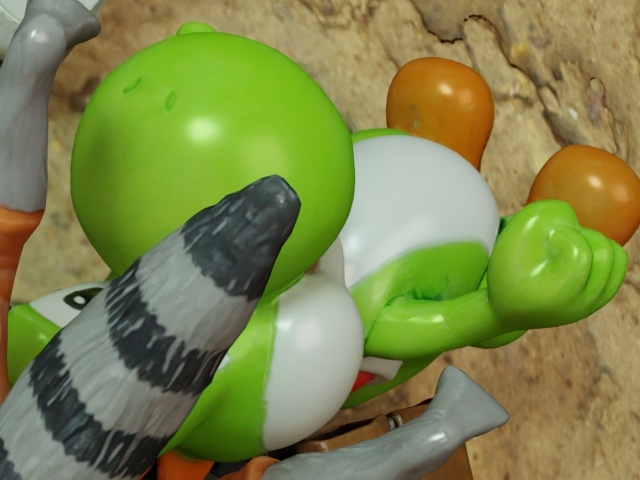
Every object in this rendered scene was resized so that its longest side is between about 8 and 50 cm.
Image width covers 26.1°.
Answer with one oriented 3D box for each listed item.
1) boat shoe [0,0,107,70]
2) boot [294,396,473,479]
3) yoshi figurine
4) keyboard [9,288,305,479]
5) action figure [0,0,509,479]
[{"bbox_3d":[-0.104,-0.215,0.653,0.113,0.103,0.302,33,56,-36],"label":"boat shoe"},{"bbox_3d":[0.046,0.227,0.663,0.264,0.096,0.280,-16,92,-56],"label":"boot"},{"bbox_3d":[0.014,-0.019,0.620,0.362,0.203,0.203,-21,91,-52],"label":"yoshi figurine"},{"bbox_3d":[-0.090,0.144,0.615,0.201,0.033,0.317,34,54,-36],"label":"keyboard"},{"bbox_3d":[-0.158,0.072,0.403,0.341,0.178,0.330,44,87,-13],"label":"action figure"}]
